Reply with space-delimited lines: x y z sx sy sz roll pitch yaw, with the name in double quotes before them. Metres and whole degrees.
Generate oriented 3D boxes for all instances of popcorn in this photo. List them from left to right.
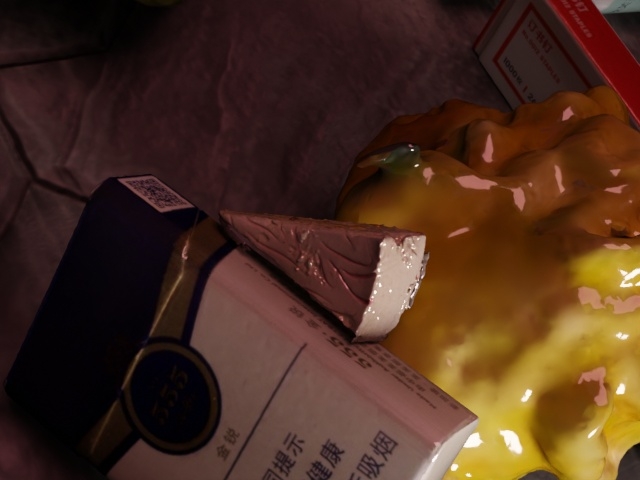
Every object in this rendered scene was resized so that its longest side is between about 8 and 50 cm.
"popcorn" 0.100 0.027 0.804 0.281 0.297 0.315 55 14 -41

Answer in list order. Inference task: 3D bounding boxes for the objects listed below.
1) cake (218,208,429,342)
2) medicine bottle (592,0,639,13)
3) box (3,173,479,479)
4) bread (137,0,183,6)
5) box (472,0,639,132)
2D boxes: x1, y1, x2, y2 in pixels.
"cake" 0.000 0.000 0.699 0.121 0.065 0.052 35 23 28
"medicine bottle" 0.278 -0.277 1.179 0.352 0.110 0.110 -8 63 -29
"box" -0.056 0.096 0.718 0.259 0.168 0.071 35 22 17
"bread" -0.178 -0.359 0.887 0.308 0.348 0.348 12 55 -9
"box" 0.227 -0.120 1.049 0.050 0.123 0.229 -21 71 -29
